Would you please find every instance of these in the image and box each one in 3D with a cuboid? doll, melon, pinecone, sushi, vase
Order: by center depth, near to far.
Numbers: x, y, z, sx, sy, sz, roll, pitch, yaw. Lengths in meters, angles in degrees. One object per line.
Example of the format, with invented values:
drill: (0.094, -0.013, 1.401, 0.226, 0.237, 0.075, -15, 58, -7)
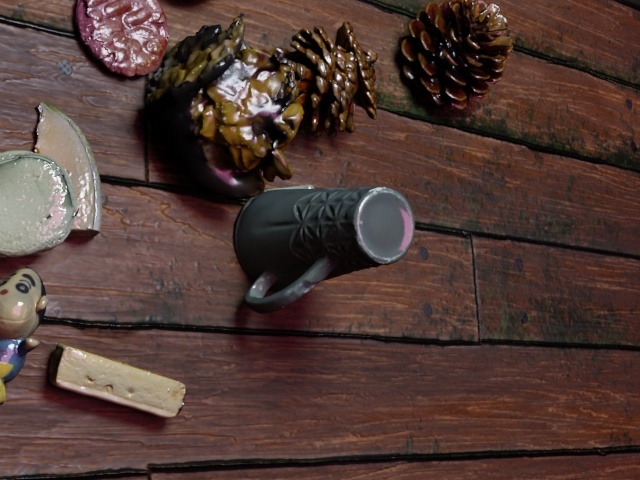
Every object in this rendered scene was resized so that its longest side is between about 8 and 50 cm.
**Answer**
doll: (-0.384, 0.109, 1.246, 0.089, 0.102, 0.179, 77, 23, -59)
melon: (-0.338, -0.095, 1.366, 0.098, 0.054, 0.182, 7, 74, -22)
sushi: (-0.126, -0.186, 1.455, 0.204, 0.200, 0.213, 41, 55, -28)
vase: (0.000, 0.000, 1.458, 0.156, 0.300, 0.251, 43, 64, -22)
pinecone: (0.005, -0.248, 1.607, 0.195, 0.150, 0.179, -24, 95, -40)
pinecone: (0.248, -0.342, 1.808, 0.207, 0.207, 0.208, 11, 72, -37)

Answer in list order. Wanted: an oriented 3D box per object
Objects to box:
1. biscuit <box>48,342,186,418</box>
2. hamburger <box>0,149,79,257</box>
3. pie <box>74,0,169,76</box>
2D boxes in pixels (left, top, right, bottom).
biscuit: (-0.265, 0.187, 1.341, 0.188, 0.052, 0.056, 25, 80, -32)
hamburger: (-0.372, -0.047, 1.286, 0.133, 0.062, 0.140, -2, 83, -17)
pie: (-0.280, -0.308, 1.465, 0.154, 0.036, 0.155, 10, 74, -37)
